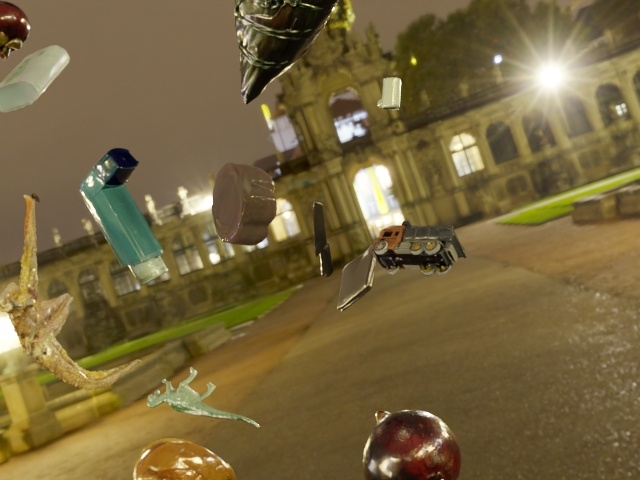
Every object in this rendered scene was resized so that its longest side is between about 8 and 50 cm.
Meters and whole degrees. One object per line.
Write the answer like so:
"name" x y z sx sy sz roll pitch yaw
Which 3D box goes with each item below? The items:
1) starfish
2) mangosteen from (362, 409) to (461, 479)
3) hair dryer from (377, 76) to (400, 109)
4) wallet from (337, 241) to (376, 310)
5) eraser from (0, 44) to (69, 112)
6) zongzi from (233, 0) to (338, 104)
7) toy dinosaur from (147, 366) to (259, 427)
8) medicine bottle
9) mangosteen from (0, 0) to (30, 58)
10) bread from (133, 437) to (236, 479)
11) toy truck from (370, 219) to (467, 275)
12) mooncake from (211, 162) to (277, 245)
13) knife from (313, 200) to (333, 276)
"starfish" -0.484 0.122 1.303 0.132 0.398 0.384 -24 42 1
"mangosteen" 0.191 0.489 1.659 0.235 0.236 0.261 -19 29 -20
"hair dryer" 0.141 -0.304 1.520 0.037 0.063 0.124 4 0 -8
"wallet" 0.094 0.092 1.800 0.025 0.124 0.244 14 -21 -11
"eraser" -0.872 -0.485 2.142 0.174 0.081 0.227 -11 39 21
"zongzi" -0.080 -0.584 1.793 0.383 0.319 0.362 108 -174 -47
"toy dinosaur" -0.325 0.420 1.970 0.382 0.129 0.076 -1 -25 32
"medicine bottle" -0.374 -0.043 1.391 0.124 0.258 0.079 -25 4 22
"mangosteen" -0.492 -0.332 1.114 0.081 0.081 0.081 -19 -1 0
"bread" -0.353 0.623 1.854 0.269 0.195 0.142 31 -14 -23
"toy truck" 0.208 0.015 1.514 0.192 0.083 0.092 0 49 37
"mooncake" -0.226 -0.105 2.082 0.133 0.245 0.245 7 -16 -34
"knife" 0.000 0.000 1.636 0.028 0.230 0.060 13 44 22
